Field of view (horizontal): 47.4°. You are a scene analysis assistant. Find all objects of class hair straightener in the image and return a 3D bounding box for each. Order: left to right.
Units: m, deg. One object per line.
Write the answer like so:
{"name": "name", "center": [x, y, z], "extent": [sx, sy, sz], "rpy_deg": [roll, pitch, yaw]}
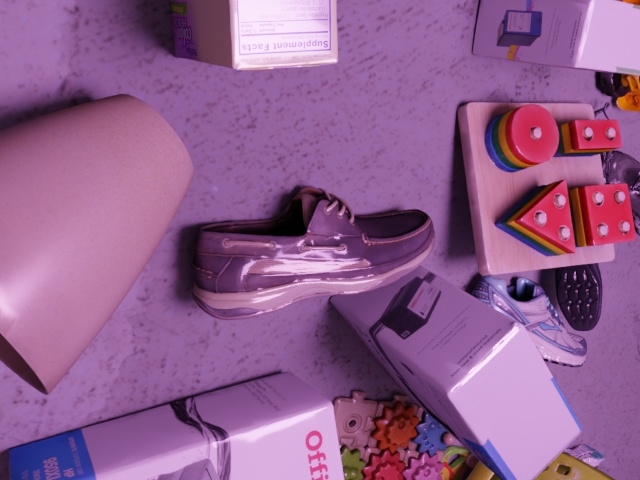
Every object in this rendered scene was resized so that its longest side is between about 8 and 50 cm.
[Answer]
{"name": "hair straightener", "center": [0.470, -0.112, 1.208], "extent": [0.047, 0.089, 0.230], "rpy_deg": [-7, 108, -25]}

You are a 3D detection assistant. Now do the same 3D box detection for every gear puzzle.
{"name": "gear puzzle", "center": [0.074, 0.329, 1.153], "extent": [0.339, 0.044, 0.175], "rpy_deg": [12, 97, -27]}

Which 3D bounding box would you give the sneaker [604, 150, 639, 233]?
{"name": "sneaker", "center": [0.575, -0.074, 1.266], "extent": [0.234, 0.106, 0.078], "rpy_deg": [41, 84, -31]}

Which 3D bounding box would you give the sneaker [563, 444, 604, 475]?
{"name": "sneaker", "center": [0.477, 0.443, 1.406], "extent": [0.167, 0.065, 0.076], "rpy_deg": [8, 106, -28]}

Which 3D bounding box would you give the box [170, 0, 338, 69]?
{"name": "box", "center": [-0.081, -0.314, 0.776], "extent": [0.117, 0.213, 0.242], "rpy_deg": [-9, 110, -25]}

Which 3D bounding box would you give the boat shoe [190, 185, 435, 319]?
{"name": "boat shoe", "center": [0.000, 0.000, 0.969], "extent": [0.356, 0.132, 0.130], "rpy_deg": [-16, 113, -25]}

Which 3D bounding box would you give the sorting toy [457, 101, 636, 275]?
{"name": "sorting toy", "center": [0.351, -0.088, 1.097], "extent": [0.256, 0.089, 0.257], "rpy_deg": [-5, 86, -26]}

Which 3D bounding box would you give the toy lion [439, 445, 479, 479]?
{"name": "toy lion", "center": [0.217, 0.404, 1.273], "extent": [0.096, 0.034, 0.100], "rpy_deg": [24, 93, -24]}

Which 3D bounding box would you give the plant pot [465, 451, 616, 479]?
{"name": "plant pot", "center": [0.366, 0.449, 1.237], "extent": [0.227, 0.207, 0.228], "rpy_deg": [-55, 147, -2]}

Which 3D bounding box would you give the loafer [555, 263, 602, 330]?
{"name": "loafer", "center": [0.431, 0.039, 1.219], "extent": [0.078, 0.076, 0.223], "rpy_deg": [-12, 93, -59]}

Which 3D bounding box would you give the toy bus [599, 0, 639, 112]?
{"name": "toy bus", "center": [0.542, -0.343, 1.158], "extent": [0.211, 0.149, 0.220], "rpy_deg": [-48, 125, -26]}

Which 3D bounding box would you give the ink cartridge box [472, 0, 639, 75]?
{"name": "ink cartridge box", "center": [0.341, -0.287, 1.013], "extent": [0.154, 0.212, 0.093], "rpy_deg": [-1, 109, -29]}

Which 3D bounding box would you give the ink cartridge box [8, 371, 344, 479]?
{"name": "ink cartridge box", "center": [-0.167, 0.368, 0.944], "extent": [0.395, 0.166, 0.285], "rpy_deg": [-13, 101, -22]}

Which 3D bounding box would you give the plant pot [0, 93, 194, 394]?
{"name": "plant pot", "center": [-0.273, -0.027, 0.767], "extent": [0.274, 0.257, 0.256], "rpy_deg": [-46, 122, -26]}

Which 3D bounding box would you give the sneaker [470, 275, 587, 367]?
{"name": "sneaker", "center": [0.360, 0.132, 1.218], "extent": [0.283, 0.110, 0.122], "rpy_deg": [18, 90, -33]}

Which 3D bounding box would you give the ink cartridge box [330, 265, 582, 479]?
{"name": "ink cartridge box", "center": [0.176, 0.165, 1.012], "extent": [0.129, 0.307, 0.223], "rpy_deg": [-42, 121, -8]}
